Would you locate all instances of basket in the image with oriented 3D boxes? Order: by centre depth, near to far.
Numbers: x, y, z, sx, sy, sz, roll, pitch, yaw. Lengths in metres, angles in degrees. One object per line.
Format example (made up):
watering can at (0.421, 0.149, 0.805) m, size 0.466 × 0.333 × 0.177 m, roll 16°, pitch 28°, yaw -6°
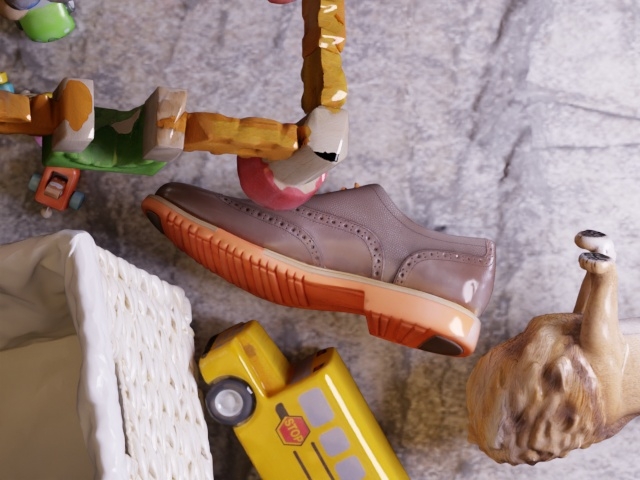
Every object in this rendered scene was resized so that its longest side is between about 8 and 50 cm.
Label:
basket at (-0.296, 0.200, 1.474) m, size 0.331 × 0.266 × 0.328 m, roll -14°, pitch 74°, yaw 15°

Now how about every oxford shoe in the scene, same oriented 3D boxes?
oxford shoe at (0.000, 0.000, 1.570) m, size 0.364 × 0.130 × 0.132 m, roll 20°, pitch 74°, yaw 3°

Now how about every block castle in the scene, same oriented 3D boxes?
block castle at (-0.200, -0.196, 1.416) m, size 0.453 × 0.213 × 0.303 m, roll 4°, pitch 79°, yaw -20°

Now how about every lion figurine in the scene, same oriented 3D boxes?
lion figurine at (0.343, 0.117, 1.538) m, size 0.392 × 0.142 × 0.240 m, roll 2°, pitch 108°, yaw 0°

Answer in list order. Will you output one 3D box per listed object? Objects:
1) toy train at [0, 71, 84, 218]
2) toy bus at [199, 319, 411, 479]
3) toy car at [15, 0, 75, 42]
toy train at (-0.310, -0.100, 1.595) m, size 0.166 × 0.046 × 0.125 m, roll 27°, pitch 101°, yaw -1°
toy bus at (0.004, 0.230, 1.600) m, size 0.130 × 0.108 × 0.332 m, roll -28°, pitch 97°, yaw 9°
toy car at (-0.304, -0.308, 1.552) m, size 0.239 × 0.053 × 0.225 m, roll -17°, pitch 99°, yaw 8°
